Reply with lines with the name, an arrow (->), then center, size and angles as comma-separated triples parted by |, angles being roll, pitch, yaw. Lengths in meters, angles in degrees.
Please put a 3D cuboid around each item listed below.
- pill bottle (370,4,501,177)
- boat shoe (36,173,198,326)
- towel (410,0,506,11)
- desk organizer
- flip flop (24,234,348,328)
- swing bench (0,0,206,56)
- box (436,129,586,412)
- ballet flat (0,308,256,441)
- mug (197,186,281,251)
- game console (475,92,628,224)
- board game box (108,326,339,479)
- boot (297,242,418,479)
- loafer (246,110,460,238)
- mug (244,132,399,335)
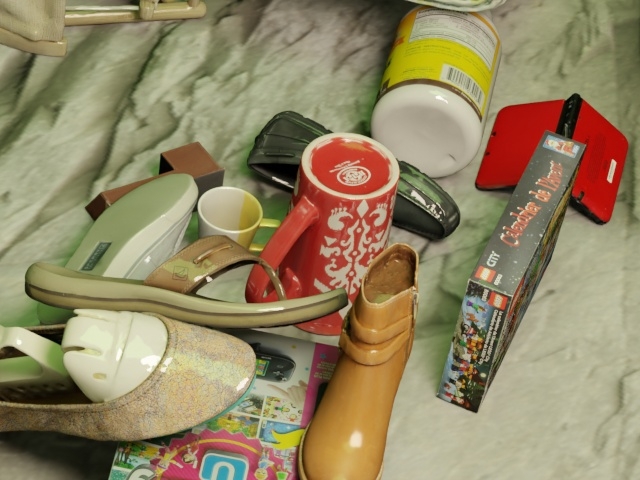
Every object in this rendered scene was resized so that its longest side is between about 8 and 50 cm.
pill bottle -> 0.126, -0.173, 2.087 | 0.117, 0.117, 0.215 | 14, 43, 3
boat shoe -> -0.180, 0.029, 1.849 | 0.079, 0.081, 0.227 | 3, 41, 35
towel -> 0.096, -0.355, 2.205 | 0.320, 0.090, 0.374 | 15, 25, 13
desk organizer -> -0.163, -0.051, 1.952 | 0.130, 0.047, 0.050 | -19, 49, -29
flip flop -> -0.113, 0.032, 1.695 | 0.277, 0.112, 0.080 | 7, 87, 1
swing bench -> -0.252, -0.346, 2.086 | 0.254, 0.253, 0.165 | -20, 52, -28
box -> 0.180, 0.027, 1.863 | 0.044, 0.159, 0.233 | 22, 45, 10
ballet flat -> -0.205, 0.107, 1.637 | 0.316, 0.106, 0.108 | -9, 49, 29
mug -> -0.085, -0.004, 1.907 | 0.078, 0.064, 0.062 | 29, 46, 16
game console -> 0.247, -0.081, 2.094 | 0.124, 0.085, 0.144 | 39, 42, -16
board game box -> -0.063, 0.214, 1.667 | 0.224, 0.097, 0.303 | 11, 44, 0
boot -> 0.034, 0.108, 1.618 | 0.073, 0.152, 0.197 | 14, 42, 1
loafer -> 0.032, -0.052, 1.981 | 0.223, 0.076, 0.078 | 26, 59, 13
mug -> 0.010, 0.002, 1.845 | 0.113, 0.169, 0.150 | 21, 44, 9
